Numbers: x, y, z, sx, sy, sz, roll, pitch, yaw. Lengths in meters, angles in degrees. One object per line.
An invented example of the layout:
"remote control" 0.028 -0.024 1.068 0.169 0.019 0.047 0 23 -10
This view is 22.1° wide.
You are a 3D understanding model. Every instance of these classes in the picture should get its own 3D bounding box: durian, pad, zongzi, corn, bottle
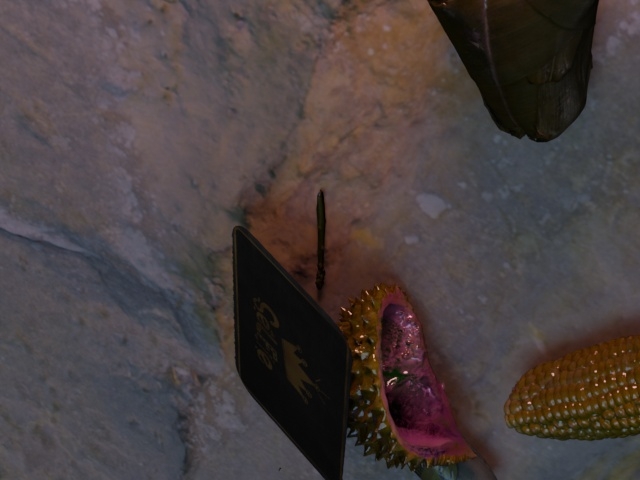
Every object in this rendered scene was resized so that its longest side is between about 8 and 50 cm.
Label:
"durian" 0.079 0.190 2.099 0.153 0.186 0.261 -19 88 10
"pad" -0.082 0.150 2.139 0.315 0.063 0.375 46 153 30
"zongzi" 0.263 -0.229 1.695 0.300 0.145 0.274 2 133 46
"corn" 0.389 0.178 2.024 0.347 0.130 0.130 -16 120 35
"bottle" 0.130 0.259 2.222 0.270 0.083 0.083 45 130 -11

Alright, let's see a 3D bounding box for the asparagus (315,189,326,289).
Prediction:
"asparagus" 0.000 0.000 2.112 0.016 0.013 0.166 -16 132 -18
